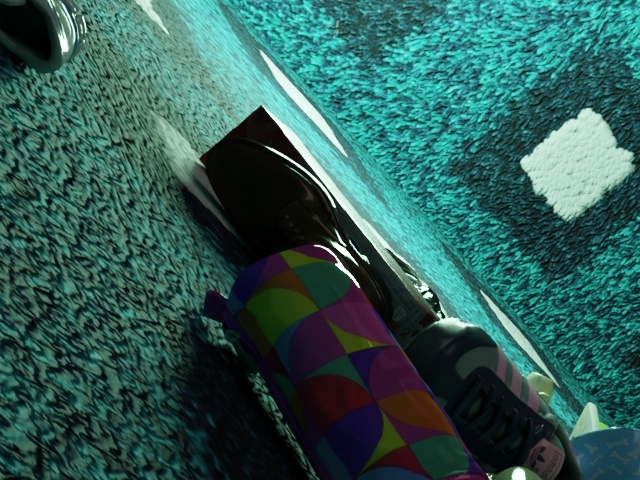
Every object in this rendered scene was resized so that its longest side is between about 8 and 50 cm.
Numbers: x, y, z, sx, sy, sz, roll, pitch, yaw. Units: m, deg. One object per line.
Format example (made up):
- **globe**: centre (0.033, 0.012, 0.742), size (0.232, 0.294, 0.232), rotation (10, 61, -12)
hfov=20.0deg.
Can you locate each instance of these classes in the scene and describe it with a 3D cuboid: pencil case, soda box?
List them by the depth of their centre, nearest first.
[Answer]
- **pencil case**: centre (0.017, 0.108, 1.210), size (0.236, 0.104, 0.104), rotation (52, 7, 37)
- **soda box**: centre (0.000, 0.000, 1.721), size (0.263, 0.083, 0.092), rotation (52, 6, 22)

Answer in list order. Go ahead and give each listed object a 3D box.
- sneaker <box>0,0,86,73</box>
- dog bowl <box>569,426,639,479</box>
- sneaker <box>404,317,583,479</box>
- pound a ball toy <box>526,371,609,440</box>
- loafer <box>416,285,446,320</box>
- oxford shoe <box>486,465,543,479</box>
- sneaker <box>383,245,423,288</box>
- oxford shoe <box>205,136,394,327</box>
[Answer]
- **sneaker**: centre (-0.243, -0.199, 1.328), size (0.191, 0.071, 0.083), rotation (47, 13, -17)
- **dog bowl**: centre (0.341, 0.321, 1.882), size (0.297, 0.166, 0.074), rotation (47, 19, -24)
- **sneaker**: centre (0.168, 0.166, 1.709), size (0.131, 0.112, 0.319), rotation (39, 2, 30)
- **pound a ball toy**: centre (0.318, 0.276, 2.203), size (0.208, 0.136, 0.319), rotation (25, 5, 5)
- **loafer**: centre (0.094, 0.100, 1.841), size (0.078, 0.076, 0.223), rotation (55, 11, -2)
- **oxford shoe**: centre (0.220, 0.271, 1.383), size (0.140, 0.146, 0.397), rotation (46, 7, -25)
- **sneaker**: centre (0.085, 0.063, 2.001), size (0.170, 0.063, 0.075), rotation (59, 4, 29)
- **oxford shoe**: centre (-0.027, -0.006, 1.610), size (0.227, 0.083, 0.096), rotation (47, 16, 13)
